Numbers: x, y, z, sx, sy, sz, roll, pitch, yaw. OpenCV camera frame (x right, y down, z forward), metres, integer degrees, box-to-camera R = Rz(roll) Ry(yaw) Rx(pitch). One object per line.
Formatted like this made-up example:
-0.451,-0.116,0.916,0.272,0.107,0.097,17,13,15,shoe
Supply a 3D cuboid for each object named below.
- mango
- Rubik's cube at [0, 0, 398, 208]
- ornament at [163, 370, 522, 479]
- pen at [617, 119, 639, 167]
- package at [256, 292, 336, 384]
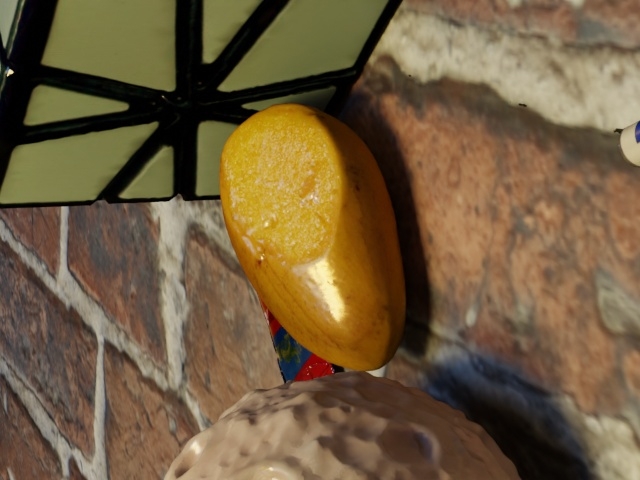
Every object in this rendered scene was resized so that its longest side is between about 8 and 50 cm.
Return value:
0.004,0.001,0.989,0.141,0.102,0.217,-42,59,28,mango
-0.141,-0.215,1.041,0.293,0.289,0.283,-57,43,46,Rubik's cube
0.007,0.208,0.830,0.225,0.259,0.259,23,113,58,ornament
0.216,-0.079,0.646,0.204,0.025,0.025,-33,64,59,pen
-0.031,0.054,1.140,0.083,0.022,0.200,-58,42,48,package
